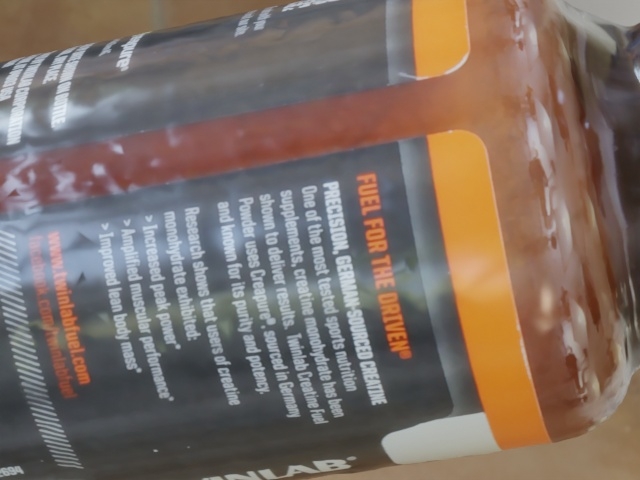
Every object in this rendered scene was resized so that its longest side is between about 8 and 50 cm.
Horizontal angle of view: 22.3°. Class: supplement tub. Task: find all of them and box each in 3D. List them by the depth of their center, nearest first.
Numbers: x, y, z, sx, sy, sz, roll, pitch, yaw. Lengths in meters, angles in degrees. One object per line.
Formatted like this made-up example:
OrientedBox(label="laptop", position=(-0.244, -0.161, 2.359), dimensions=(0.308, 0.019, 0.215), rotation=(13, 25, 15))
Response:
OrientedBox(label="supplement tub", position=(0.000, 0.000, 0.357), dimensions=(0.198, 0.106, 0.106), rotation=(-10, 42, 11))
